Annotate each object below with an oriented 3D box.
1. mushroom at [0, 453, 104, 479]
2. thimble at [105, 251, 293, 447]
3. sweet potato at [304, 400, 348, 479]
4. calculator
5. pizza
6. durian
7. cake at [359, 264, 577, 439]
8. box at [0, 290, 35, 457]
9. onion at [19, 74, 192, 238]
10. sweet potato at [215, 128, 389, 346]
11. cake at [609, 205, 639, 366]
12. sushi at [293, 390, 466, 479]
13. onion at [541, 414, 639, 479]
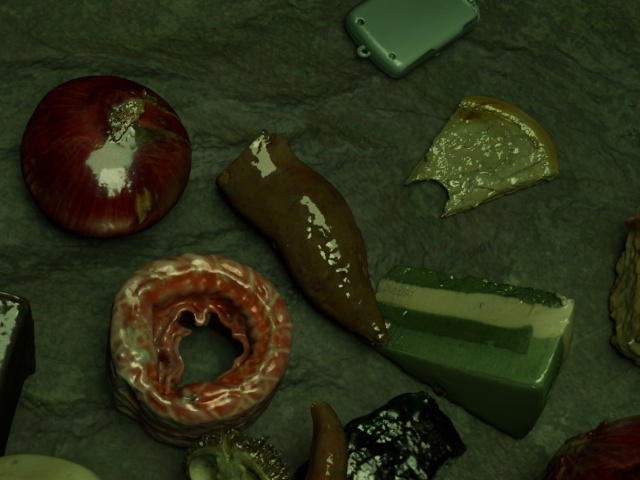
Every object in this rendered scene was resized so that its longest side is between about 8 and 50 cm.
[{"bbox_3d":[-0.334,0.354,1.263,0.246,0.202,0.246,-4,67,10],"label":"mushroom"},{"bbox_3d":[-0.159,0.138,1.448,0.239,0.162,0.239,6,65,-13],"label":"thimble"},{"bbox_3d":[-0.004,0.310,1.336,0.078,0.058,0.255,41,49,-30],"label":"sweet potato"},{"bbox_3d":[0.148,-0.355,1.815,0.246,0.045,0.141,-38,80,-26],"label":"calculator"},{"bbox_3d":[0.240,-0.132,1.747,0.262,0.034,0.181,-27,76,-23],"label":"pizza"},{"bbox_3d":[-0.092,0.298,1.397,0.148,0.189,0.091,20,33,15],"label":"durian"},{"bbox_3d":[0.210,0.119,1.552,0.283,0.172,0.158,30,60,2],"label":"cake"},{"bbox_3d":[-0.435,0.156,1.304,0.184,0.273,0.143,14,63,-8],"label":"box"},{"bbox_3d":[-0.292,-0.122,1.543,0.248,0.161,0.248,-3,59,6],"label":"onion"},{"bbox_3d":[-0.001,0.001,1.574,0.131,0.131,0.337,-36,80,-26],"label":"sweet potato"},{"bbox_3d":[0.616,0.051,1.611,0.314,0.307,0.293,15,62,-8],"label":"cake"},{"bbox_3d":[0.074,0.286,1.463,0.225,0.124,0.127,-31,80,-22],"label":"sushi"},{"bbox_3d":[0.420,0.369,1.426,0.341,0.341,0.341,6,65,-12],"label":"onion"}]
